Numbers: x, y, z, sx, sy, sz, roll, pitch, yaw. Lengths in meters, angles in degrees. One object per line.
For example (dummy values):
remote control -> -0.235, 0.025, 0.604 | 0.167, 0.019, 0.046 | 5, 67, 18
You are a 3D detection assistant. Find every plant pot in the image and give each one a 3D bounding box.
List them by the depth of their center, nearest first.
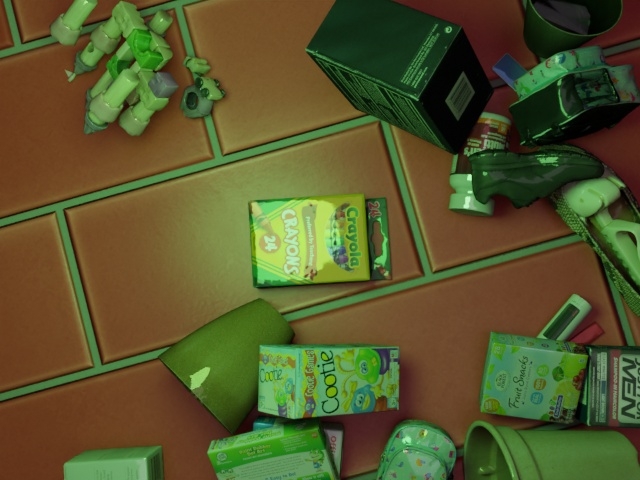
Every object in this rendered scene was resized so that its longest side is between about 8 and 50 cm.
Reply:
plant pot -> 0.500, 0.529, 1.726 | 0.305, 0.334, 0.334 | -5, 85, -10
plant pot -> -0.187, 0.255, 1.818 | 0.237, 0.237, 0.254 | 45, 74, 5

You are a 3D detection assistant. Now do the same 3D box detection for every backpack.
backpack -> 0.564, -0.315, 1.805 | 0.253, 0.225, 0.191 | -9, 82, -23
backpack -> 0.214, 0.494, 1.806 | 0.166, 0.144, 0.188 | 16, 83, 9

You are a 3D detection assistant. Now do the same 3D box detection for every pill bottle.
pill bottle -> 0.358, -0.171, 1.860 | 0.121, 0.121, 0.221 | 10, 86, 3

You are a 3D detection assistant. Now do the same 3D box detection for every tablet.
tablet -> 0.450, -0.395, 1.931 | 0.083, 0.006, 0.054 | 44, 88, 4

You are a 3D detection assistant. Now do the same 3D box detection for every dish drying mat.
dish drying mat -> 0.604, 0.222, 1.876 | 0.083, 0.008, 0.032 | -37, 86, 0

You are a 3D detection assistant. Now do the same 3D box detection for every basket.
basket -> 0.535, -0.498, 1.824 | 0.204, 0.227, 0.154 | 25, 87, 3

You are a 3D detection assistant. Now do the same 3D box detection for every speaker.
speaker -> 0.552, 0.187, 1.858 | 0.055, 0.055, 0.136 | 41, 89, 5

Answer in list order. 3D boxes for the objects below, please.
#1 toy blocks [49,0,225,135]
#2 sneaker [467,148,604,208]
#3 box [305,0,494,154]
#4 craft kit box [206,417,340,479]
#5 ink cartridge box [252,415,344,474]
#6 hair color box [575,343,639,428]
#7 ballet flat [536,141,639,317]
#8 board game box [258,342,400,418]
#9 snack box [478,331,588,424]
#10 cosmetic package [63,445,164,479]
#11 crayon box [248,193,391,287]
toy blocks -> -0.453, -0.364, 1.890 | 0.260, 0.309, 0.288 | -41, 71, 31
sneaker -> 0.460, -0.133, 1.765 | 0.286, 0.109, 0.130 | 0, 99, 6
box -> 0.175, -0.362, 1.751 | 0.294, 0.296, 0.182 | 29, 87, 29
craft kit box -> -0.086, 0.520, 1.765 | 0.250, 0.061, 0.246 | -14, 109, 9
ink cartridge box -> -0.052, 0.481, 1.845 | 0.203, 0.086, 0.148 | 4, 87, 3
hair color box -> 0.750, 0.324, 1.810 | 0.347, 0.105, 0.174 | 2, 87, 1
ballet flat -> 0.654, -0.032, 1.806 | 0.164, 0.182, 0.483 | -33, 85, 0
board game box -> 0.020, 0.295, 1.759 | 0.275, 0.144, 0.142 | 4, 85, -36
snack box -> 0.467, 0.305, 1.818 | 0.207, 0.070, 0.174 | 7, 108, 5
cosmetic package -> -0.454, 0.548, 1.825 | 0.184, 0.151, 0.151 | -4, 86, 3
crayon box -> 0.000, 0.000, 1.883 | 0.318, 0.081, 0.202 | -4, 85, 2
